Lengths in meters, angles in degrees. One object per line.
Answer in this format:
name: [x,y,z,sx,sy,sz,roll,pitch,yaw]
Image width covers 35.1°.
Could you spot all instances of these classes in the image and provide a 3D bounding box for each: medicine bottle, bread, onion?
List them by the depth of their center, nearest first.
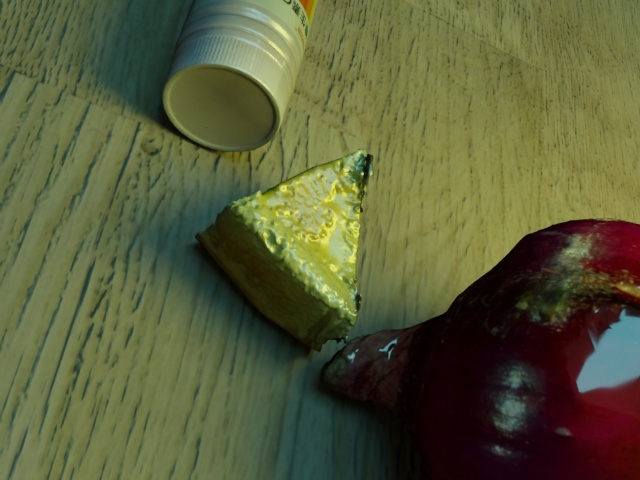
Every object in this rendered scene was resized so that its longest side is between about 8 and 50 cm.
onion: [0.182,0.142,0.917,0.385,0.347,0.347,10,46,18]
bread: [0.000,0.000,0.976,0.169,0.140,0.160,48,59,0]
medicine bottle: [-0.079,-0.224,1.084,0.133,0.133,0.249,26,50,-15]
